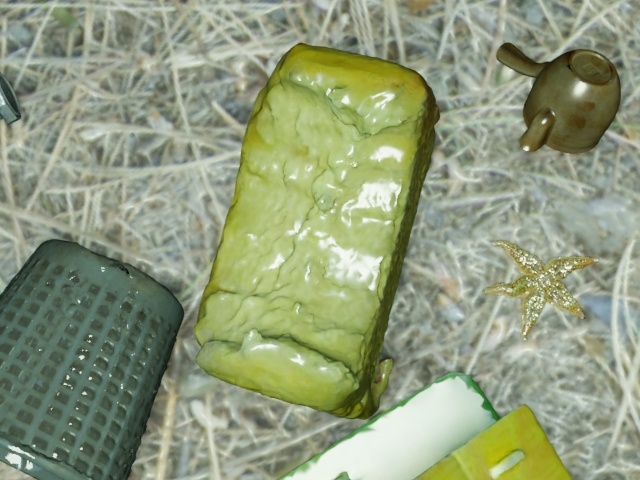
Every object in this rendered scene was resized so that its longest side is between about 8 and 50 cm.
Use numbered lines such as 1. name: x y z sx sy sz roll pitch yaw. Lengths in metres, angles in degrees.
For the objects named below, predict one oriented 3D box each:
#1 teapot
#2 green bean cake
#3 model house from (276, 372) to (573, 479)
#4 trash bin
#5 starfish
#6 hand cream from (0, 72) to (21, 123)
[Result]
1. teapot: 0.174 -0.118 1.029 0.085 0.080 0.110 -28 66 -32
2. green bean cake: 0.000 0.000 0.939 0.124 0.233 0.236 13 81 9
3. model house: 0.046 0.280 0.845 0.340 0.323 0.300 -31 81 -3
4. trash bin: -0.187 0.090 0.971 0.175 0.175 0.161 23 72 5
5. starfish: 0.171 0.029 1.037 0.086 0.016 0.092 -41 80 -7
6. hand cream: -0.368 -0.059 1.046 0.276 0.059 0.095 -23 83 3
